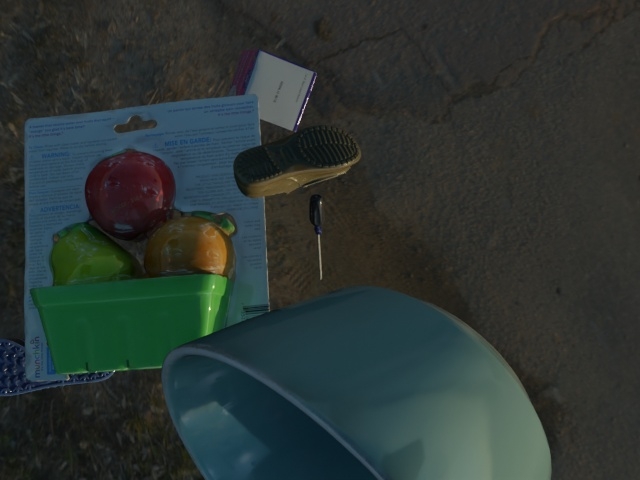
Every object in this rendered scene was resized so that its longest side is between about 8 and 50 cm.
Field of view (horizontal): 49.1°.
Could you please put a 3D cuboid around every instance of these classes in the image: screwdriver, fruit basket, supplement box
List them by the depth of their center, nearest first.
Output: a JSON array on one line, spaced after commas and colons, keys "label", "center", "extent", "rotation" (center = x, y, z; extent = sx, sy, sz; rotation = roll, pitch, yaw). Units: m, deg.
[{"label": "fruit basket", "center": [-0.228, -0.004, 0.912], "extent": [0.327, 0.165, 0.353], "rotation": [-6, 74, 6]}, {"label": "screwdriver", "center": [0.000, 0.000, 1.103], "extent": [0.024, 0.025, 0.170], "rotation": [-53, 145, -43]}, {"label": "supplement box", "center": [-0.097, -0.280, 1.291], "extent": [0.114, 0.220, 0.111], "rotation": [18, 99, -16]}]

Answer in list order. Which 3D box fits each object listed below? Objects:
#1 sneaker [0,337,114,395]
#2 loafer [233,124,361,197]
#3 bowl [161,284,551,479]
[{"label": "sneaker", "center": [-0.420, 0.182, 1.015], "extent": [0.232, 0.090, 0.081], "rotation": [7, 78, -31]}, {"label": "loafer", "center": [-0.027, -0.081, 0.737], "extent": [0.148, 0.050, 0.056], "rotation": [-14, 72, -26]}, {"label": "bowl", "center": [0.044, 0.158, 0.528], "extent": [0.163, 0.311, 0.311], "rotation": [-39, 102, -33]}]
